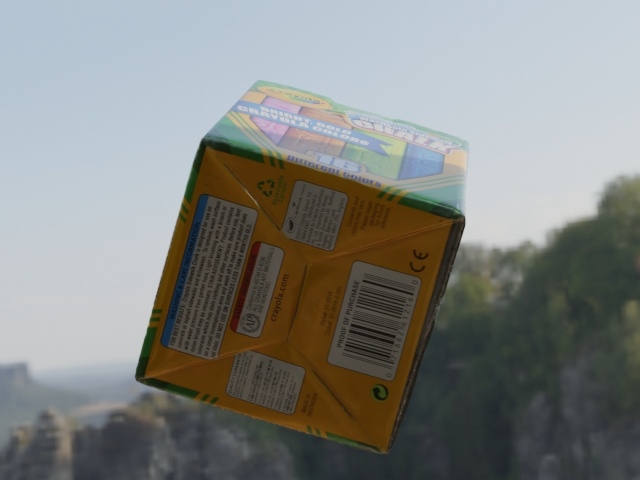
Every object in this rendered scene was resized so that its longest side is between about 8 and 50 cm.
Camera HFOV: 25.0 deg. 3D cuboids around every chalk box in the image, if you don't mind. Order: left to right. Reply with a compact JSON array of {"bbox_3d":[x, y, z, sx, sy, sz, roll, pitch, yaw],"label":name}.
[{"bbox_3d":[0.000,0.000,1.047,0.179,0.180,0.289,16,16,1],"label":"chalk box"}]
